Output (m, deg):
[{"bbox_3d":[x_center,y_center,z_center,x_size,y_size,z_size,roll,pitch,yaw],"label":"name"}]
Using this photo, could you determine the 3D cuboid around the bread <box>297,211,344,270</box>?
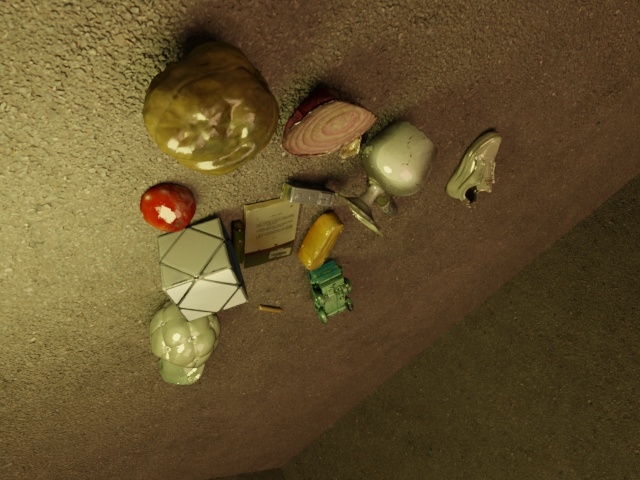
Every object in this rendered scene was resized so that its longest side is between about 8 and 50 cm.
[{"bbox_3d":[0.000,0.000,1.712,0.102,0.094,0.246,-11,141,-43],"label":"bread"}]

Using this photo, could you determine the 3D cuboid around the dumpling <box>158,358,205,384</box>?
[{"bbox_3d":[-0.524,0.475,1.832,0.216,0.149,0.105,-36,-174,-7],"label":"dumpling"}]

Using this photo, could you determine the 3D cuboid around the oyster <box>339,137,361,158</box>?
[{"bbox_3d":[0.099,-0.298,1.483,0.093,0.034,0.051,-31,131,16],"label":"oyster"}]

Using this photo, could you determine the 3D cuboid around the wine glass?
[{"bbox_3d":[0.214,-0.205,1.489,0.323,0.238,0.238,-50,143,3],"label":"wine glass"}]

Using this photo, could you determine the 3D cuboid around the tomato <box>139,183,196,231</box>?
[{"bbox_3d":[-0.413,-0.077,1.293,0.139,0.091,0.159,-47,141,17],"label":"tomato"}]

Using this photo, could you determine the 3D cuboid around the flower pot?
[{"bbox_3d":[-0.461,0.312,1.598,0.246,0.246,0.195,35,75,-53],"label":"flower pot"}]

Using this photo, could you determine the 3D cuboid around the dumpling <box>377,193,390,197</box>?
[{"bbox_3d":[0.274,-0.225,1.640,0.219,0.108,0.153,-37,145,1],"label":"dumpling"}]

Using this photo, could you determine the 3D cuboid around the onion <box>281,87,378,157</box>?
[{"bbox_3d":[0.002,-0.339,1.305,0.247,0.111,0.250,-30,162,30],"label":"onion"}]

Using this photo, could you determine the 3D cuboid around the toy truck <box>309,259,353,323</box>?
[{"bbox_3d":[0.040,0.214,1.939,0.154,0.156,0.279,-24,145,-13],"label":"toy truck"}]

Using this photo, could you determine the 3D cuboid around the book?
[{"bbox_3d":[-0.171,-0.025,1.599,0.201,0.026,0.290,-15,141,-25],"label":"book"}]

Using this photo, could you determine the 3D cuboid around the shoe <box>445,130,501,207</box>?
[{"bbox_3d":[0.629,-0.261,1.835,0.124,0.159,0.316,-5,139,-33],"label":"shoe"}]

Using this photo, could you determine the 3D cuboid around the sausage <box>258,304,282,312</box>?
[{"bbox_3d":[-0.207,0.287,1.949,0.132,0.024,0.024,19,121,-48],"label":"sausage"}]

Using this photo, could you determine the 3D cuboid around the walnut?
[{"bbox_3d":[-0.235,-0.284,1.040,0.276,0.282,0.253,-40,105,2],"label":"walnut"}]

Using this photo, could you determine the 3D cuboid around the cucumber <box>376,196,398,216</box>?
[{"bbox_3d":[0.259,-0.130,1.783,0.064,0.064,0.112,-41,144,11],"label":"cucumber"}]

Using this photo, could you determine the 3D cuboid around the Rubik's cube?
[{"bbox_3d":[-0.354,0.089,1.417,0.207,0.205,0.205,-17,142,-5],"label":"Rubik's cube"}]

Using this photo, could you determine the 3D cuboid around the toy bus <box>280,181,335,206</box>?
[{"bbox_3d":[-0.036,-0.148,1.503,0.190,0.075,0.064,3,105,-38],"label":"toy bus"}]

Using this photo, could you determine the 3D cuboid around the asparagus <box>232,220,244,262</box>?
[{"bbox_3d":[-0.271,0.009,1.549,0.041,0.045,0.179,-33,151,-33],"label":"asparagus"}]
